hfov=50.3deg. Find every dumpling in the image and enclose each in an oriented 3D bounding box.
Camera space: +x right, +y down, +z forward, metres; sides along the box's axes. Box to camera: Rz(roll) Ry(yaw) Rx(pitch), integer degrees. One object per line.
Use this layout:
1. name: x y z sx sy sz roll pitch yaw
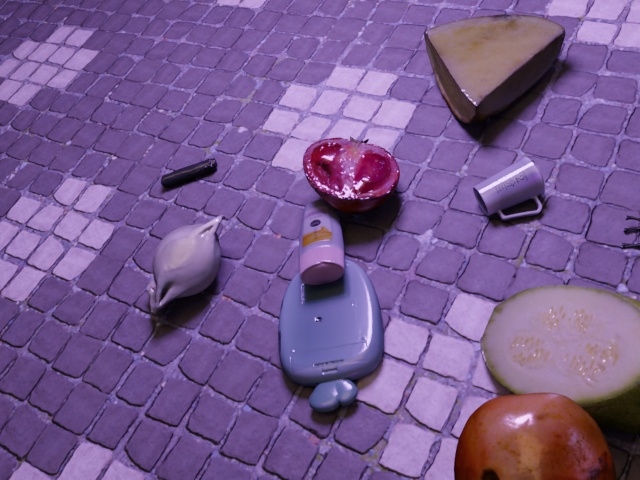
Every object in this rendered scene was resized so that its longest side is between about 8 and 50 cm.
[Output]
1. dumpling: -0.262 0.040 1.322 0.229 0.124 0.151 -50 17 -11

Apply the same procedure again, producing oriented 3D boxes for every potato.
1. potato: 0.380 -0.360 1.411 0.255 0.112 0.269 -18 53 0

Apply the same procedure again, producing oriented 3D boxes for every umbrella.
1. umbrella: -0.295 -0.153 1.527 0.133 0.031 0.036 -19 52 3

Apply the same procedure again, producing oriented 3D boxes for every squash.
1. squash: 0.353 0.150 0.978 0.261 0.189 0.189 20 62 25

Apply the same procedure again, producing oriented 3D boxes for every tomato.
1. tomato: 0.057 -0.114 1.329 0.189 0.099 0.173 12 50 10

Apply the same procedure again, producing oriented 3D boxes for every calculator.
1. calculator: 0.016 0.153 1.181 0.186 0.041 0.298 -10 50 11

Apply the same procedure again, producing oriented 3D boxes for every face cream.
1. face cream: 0.000 0.000 1.262 0.084 0.057 0.198 -15 35 8

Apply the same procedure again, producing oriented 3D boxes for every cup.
1. cup: 0.351 -0.084 1.242 0.116 0.074 0.104 -27 79 2

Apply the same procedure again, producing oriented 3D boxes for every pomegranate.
1. pomegranate: 0.272 0.302 0.884 0.209 0.209 0.209 -9 52 12

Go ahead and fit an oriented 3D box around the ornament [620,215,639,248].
1. ornament: 0.566 -0.001 1.126 0.125 0.028 0.073 10 58 27
